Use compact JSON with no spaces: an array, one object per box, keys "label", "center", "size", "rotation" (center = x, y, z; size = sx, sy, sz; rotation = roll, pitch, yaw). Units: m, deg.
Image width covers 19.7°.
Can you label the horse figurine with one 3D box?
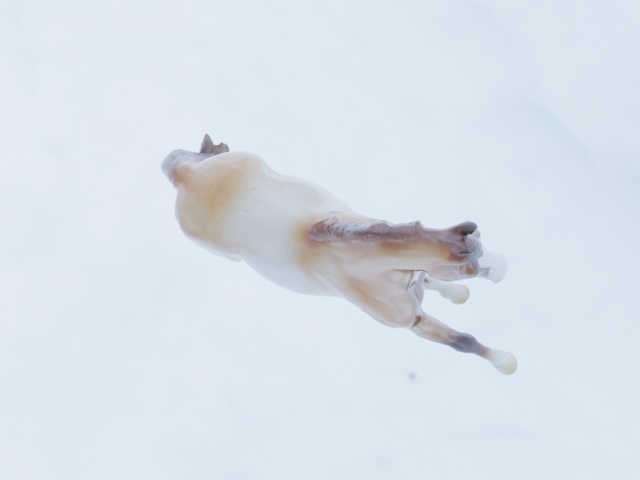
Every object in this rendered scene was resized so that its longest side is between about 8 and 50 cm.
[{"label":"horse figurine","center":[0.000,0.000,1.001],"size":[0.263,0.174,0.066],"rotation":[25,86,32]}]
